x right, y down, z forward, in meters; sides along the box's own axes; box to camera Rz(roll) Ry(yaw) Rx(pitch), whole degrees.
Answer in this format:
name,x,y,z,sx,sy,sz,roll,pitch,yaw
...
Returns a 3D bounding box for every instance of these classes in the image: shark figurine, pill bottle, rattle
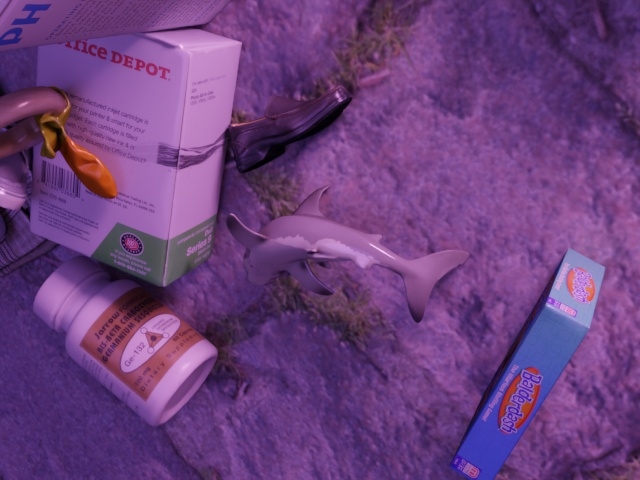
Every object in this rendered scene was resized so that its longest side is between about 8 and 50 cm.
name,x,y,z,sx,sy,sz,roll,pitch,yaw
shark figurine,0.013,-0.010,0.899,0.278,0.116,0.166,4,143,33
pill bottle,-0.262,0.127,1.056,0.229,0.131,0.131,37,119,10
rattle,-0.337,-0.078,0.836,0.130,0.199,0.143,-13,101,30

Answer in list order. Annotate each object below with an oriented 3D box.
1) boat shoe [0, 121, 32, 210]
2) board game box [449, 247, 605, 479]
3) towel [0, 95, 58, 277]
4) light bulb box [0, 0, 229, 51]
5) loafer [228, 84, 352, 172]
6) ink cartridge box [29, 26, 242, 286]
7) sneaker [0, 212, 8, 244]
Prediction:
name,x,y,z,sx,sy,sz,roll,pitch,yaw
boat shoe,-0.396,-0.111,0.975,0.081,0.079,0.227,-57,35,9
board game box,0.214,0.127,0.810,0.047,0.160,0.210,29,118,14
towel,-0.540,-0.084,1.160,0.324,0.056,0.312,-25,96,30
light bulb box,-0.238,-0.391,0.727,0.225,0.361,0.358,-38,89,31
loafer,-0.041,-0.137,0.898,0.170,0.062,0.061,-26,90,29
ink cartridge box,-0.226,-0.122,0.955,0.211,0.121,0.289,21,116,18
sneaker,-0.534,-0.068,1.083,0.224,0.098,0.083,46,123,2
